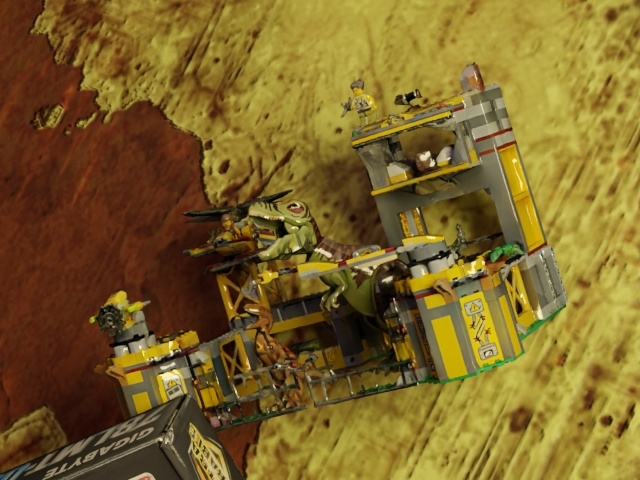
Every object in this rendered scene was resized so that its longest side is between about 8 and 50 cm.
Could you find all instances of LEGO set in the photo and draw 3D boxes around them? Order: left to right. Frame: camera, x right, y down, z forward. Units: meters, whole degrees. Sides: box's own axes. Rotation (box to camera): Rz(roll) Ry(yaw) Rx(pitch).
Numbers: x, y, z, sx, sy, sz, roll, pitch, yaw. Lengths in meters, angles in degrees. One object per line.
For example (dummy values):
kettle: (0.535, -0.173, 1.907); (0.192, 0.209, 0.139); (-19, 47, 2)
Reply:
LEGO set: (0.000, 0.000, 1.077); (0.331, 0.255, 0.192); (-16, 93, 34)

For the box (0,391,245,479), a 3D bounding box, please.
box: (-0.139, 0.281, 1.061); (0.295, 0.073, 0.293); (-24, 106, 19)
